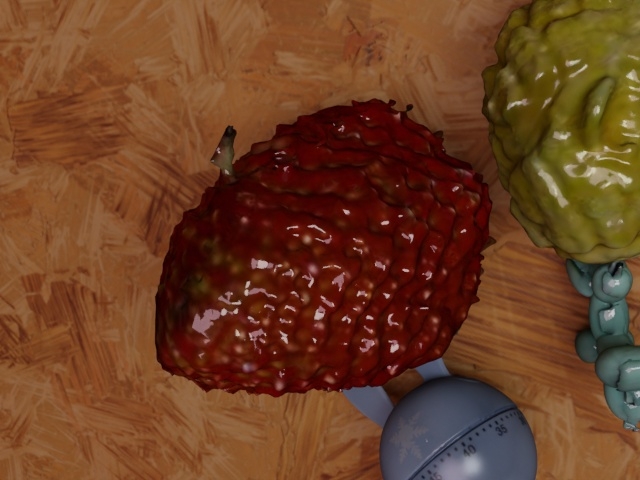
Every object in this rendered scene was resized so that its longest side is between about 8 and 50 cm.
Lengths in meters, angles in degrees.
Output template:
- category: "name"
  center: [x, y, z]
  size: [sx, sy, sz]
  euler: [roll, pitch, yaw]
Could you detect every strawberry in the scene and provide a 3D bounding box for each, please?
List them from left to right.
- category: "strawberry"
  center: [-0.001, -0.002, 0.654]
  size: [0.292, 0.343, 0.292]
  euler: [-1, 88, 26]

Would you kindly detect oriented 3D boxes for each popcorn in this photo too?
- category: "popcorn"
  center: [0.244, -0.095, 0.646]
  size: [0.206, 0.251, 0.237]
  euler: [-22, 60, -2]

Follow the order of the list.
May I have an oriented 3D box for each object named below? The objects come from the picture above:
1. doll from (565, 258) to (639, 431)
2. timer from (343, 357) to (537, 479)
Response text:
- category: "doll"
  center: [0.277, 0.091, 0.694]
  size: [0.059, 0.158, 0.159]
  euler: [-7, 95, 8]
- category: "timer"
  center: [0.125, 0.190, 0.788]
  size: [0.175, 0.255, 0.175]
  euler: [-10, 128, -13]
